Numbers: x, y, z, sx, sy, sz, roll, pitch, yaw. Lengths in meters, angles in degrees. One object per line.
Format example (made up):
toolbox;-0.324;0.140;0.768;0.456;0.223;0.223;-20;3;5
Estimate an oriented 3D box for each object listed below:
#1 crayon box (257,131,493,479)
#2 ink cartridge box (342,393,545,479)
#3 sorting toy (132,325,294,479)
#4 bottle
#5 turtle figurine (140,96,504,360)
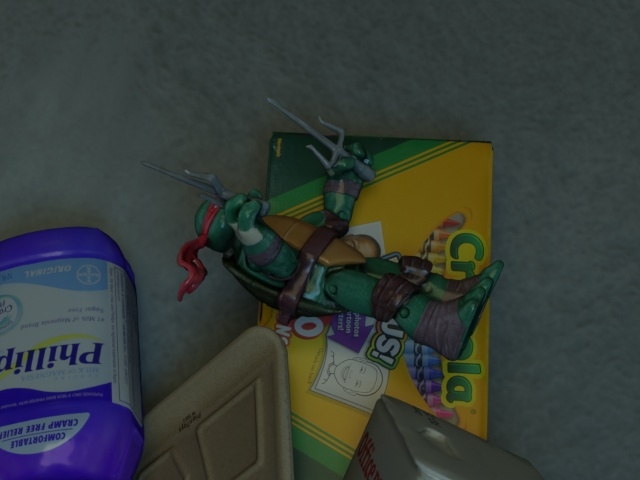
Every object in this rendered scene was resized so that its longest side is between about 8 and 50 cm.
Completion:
crayon box;0.038;0.065;0.981;0.165;0.081;0.278;3;70;2
ink cartridge box;0.040;0.256;0.795;0.117;0.207;0.283;23;94;-6
sorting toy;-0.075;0.186;0.882;0.038;0.193;0.208;25;40;-33
bottle;-0.180;0.126;0.924;0.118;0.092;0.283;-10;54;4
turtle figurine;0.000;0.000;0.905;0.234;0.118;0.175;25;32;8
